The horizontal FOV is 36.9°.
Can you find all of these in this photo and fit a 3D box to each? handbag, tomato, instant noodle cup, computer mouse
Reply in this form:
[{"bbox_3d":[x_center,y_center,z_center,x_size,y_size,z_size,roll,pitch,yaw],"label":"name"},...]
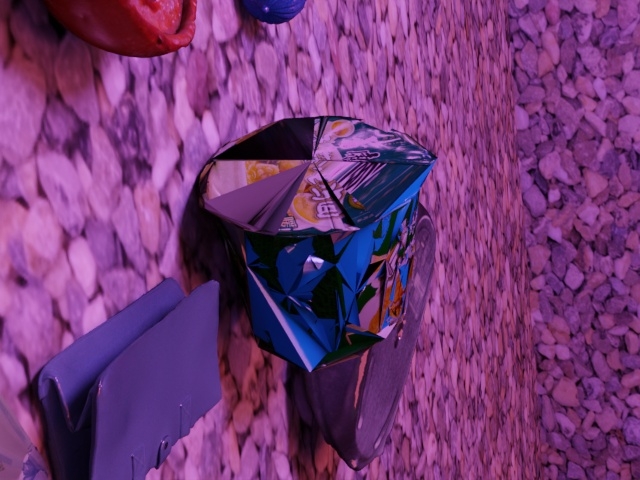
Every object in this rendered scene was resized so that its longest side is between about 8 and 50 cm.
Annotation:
[{"bbox_3d":[-0.152,0.130,0.823,0.221,0.057,0.144,-47,139,-62],"label":"handbag"},{"bbox_3d":[-0.175,-0.249,0.728,0.228,0.101,0.228,-7,90,-75],"label":"tomato"},{"bbox_3d":[0.000,0.000,0.997,0.240,0.240,0.178,-62,152,-50],"label":"instant noodle cup"},{"bbox_3d":[0.054,0.111,1.250,0.203,0.114,0.374,62,42,-53],"label":"computer mouse"}]

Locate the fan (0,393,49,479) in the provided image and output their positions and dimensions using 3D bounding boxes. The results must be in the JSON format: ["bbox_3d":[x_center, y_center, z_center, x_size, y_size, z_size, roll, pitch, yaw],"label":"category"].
[{"bbox_3d":[-0.229,0.202,0.679,0.131,0.009,0.240,-45,130,-58],"label":"fan"}]

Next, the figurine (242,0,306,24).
[{"bbox_3d":[-0.046,-0.298,1.091,0.087,0.086,0.149,-56,-176,22],"label":"figurine"}]
